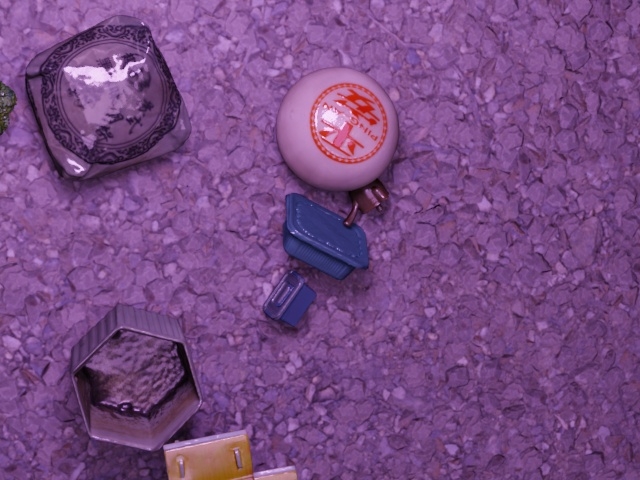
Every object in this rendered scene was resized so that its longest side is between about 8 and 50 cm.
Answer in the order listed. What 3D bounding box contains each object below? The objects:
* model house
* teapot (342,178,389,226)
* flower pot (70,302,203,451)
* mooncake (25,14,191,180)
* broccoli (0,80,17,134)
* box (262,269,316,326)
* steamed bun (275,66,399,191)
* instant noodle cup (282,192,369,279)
[{"bbox_3d":[-0.148,0.499,1.793,0.300,0.340,0.324,-9,127,-10],"label":"model house"},{"bbox_3d":[0.080,-0.075,1.928,0.110,0.085,0.080,-42,98,-18],"label":"teapot"},{"bbox_3d":[-0.334,0.243,1.828,0.209,0.189,0.239,-16,101,-11],"label":"flower pot"},{"bbox_3d":[-0.375,-0.244,1.765,0.250,0.136,0.254,-24,105,-13],"label":"mooncake"},{"bbox_3d":[-0.715,-0.236,1.604,0.413,0.321,0.310,2,90,2],"label":"broccoli"},{"bbox_3d":[-0.056,0.114,1.940,0.054,0.074,0.099,35,90,-27],"label":"box"},{"bbox_3d":[0.035,-0.207,1.848,0.231,0.145,0.232,1,85,-7],"label":"steamed bun"},{"bbox_3d":[0.000,0.000,1.903,0.179,0.157,0.070,28,114,-17],"label":"instant noodle cup"}]
